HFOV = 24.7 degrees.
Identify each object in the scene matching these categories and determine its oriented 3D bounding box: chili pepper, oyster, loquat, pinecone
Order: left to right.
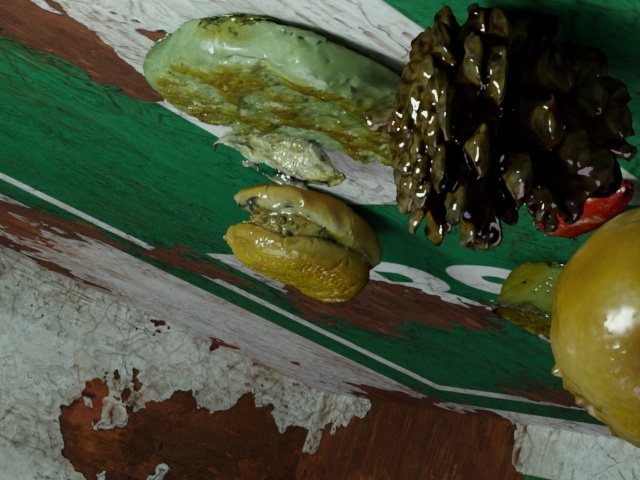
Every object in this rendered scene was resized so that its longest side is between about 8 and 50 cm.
[{"bbox_3d":[-0.062,-0.125,2.042,0.132,0.072,0.209,18,-172,-29],"label":"oyster"},{"bbox_3d":[0.174,-0.117,1.415,0.257,0.244,0.243,-23,174,-13],"label":"pinecone"},{"bbox_3d":[0.339,-0.049,1.819,0.088,0.065,0.169,6,167,-22],"label":"chili pepper"},{"bbox_3d":[0.438,0.103,1.744,0.328,0.329,0.328,17,167,4],"label":"loquat"}]

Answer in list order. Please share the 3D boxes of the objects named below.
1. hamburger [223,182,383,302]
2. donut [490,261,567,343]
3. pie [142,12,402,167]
[{"bbox_3d":[0.000,0.000,2.296,0.283,0.144,0.156,26,155,-37],"label":"hamburger"},{"bbox_3d":[0.402,0.109,2.291,0.272,0.107,0.272,22,170,4],"label":"donut"},{"bbox_3d":[-0.036,-0.179,1.748,0.371,0.078,0.296,16,168,2],"label":"pie"}]
